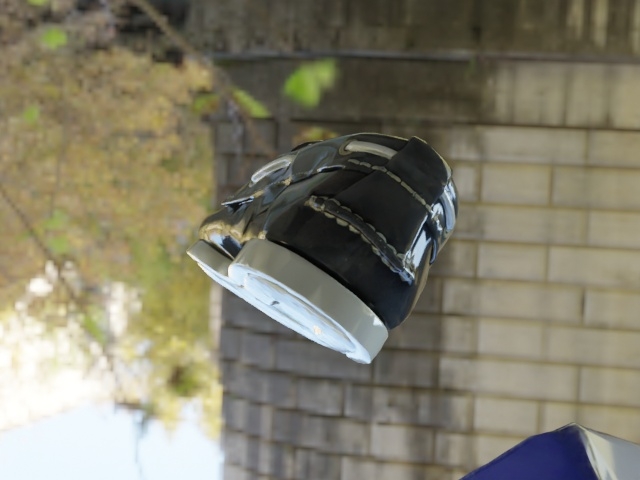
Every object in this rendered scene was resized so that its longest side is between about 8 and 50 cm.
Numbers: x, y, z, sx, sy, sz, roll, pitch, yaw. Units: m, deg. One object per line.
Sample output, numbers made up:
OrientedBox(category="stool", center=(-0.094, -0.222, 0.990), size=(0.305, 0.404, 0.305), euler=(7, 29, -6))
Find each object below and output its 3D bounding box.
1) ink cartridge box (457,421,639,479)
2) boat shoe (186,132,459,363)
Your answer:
OrientedBox(category="ink cartridge box", center=(0.114, 0.205, 0.384), size=(0.151, 0.270, 0.395), euler=(-34, 151, 21))
OrientedBox(category="boat shoe", center=(0.000, 0.000, 0.628), size=(0.084, 0.079, 0.233), euler=(33, 172, -9))
